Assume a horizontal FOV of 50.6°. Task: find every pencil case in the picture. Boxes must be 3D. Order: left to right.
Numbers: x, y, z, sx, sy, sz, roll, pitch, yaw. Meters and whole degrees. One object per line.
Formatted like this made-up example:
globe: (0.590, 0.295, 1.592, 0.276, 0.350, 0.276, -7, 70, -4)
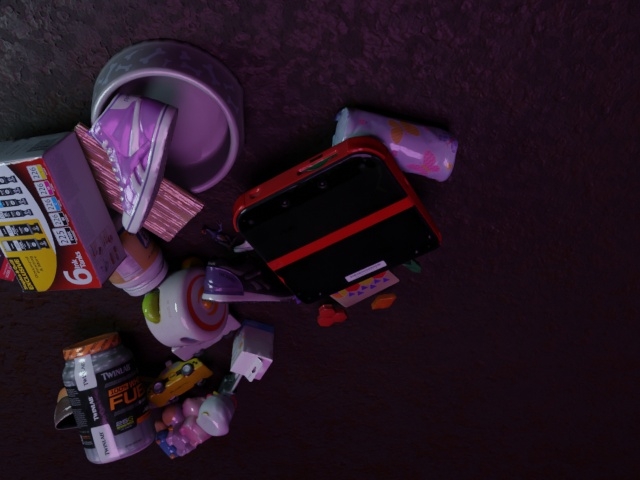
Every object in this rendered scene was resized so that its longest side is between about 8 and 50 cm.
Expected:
pencil case: (0.161, -0.206, 1.482, 0.273, 0.113, 0.124, 10, 146, -8)

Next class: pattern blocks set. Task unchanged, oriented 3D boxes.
pattern blocks set: (0.086, 0.099, 1.697, 0.325, 0.026, 0.285, -23, 136, 18)

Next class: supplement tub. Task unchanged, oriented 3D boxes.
supplement tub: (-0.580, 0.422, 1.841, 0.193, 0.193, 0.316, -15, 94, 11)
supplement tub: (-0.473, 0.024, 1.627, 0.144, 0.144, 0.200, -22, 126, 15)

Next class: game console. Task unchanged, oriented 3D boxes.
game console: (0.032, -0.034, 1.517, 0.386, 0.060, 0.342, -25, 127, 21)

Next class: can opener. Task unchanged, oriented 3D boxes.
can opener: (-0.249, 0.444, 2.006, 0.095, 0.076, 0.283, 18, 127, -14)

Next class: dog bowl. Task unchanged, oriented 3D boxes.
dog bowl: (-0.325, -0.245, 1.448, 0.348, 0.102, 0.349, -1, 128, -1)

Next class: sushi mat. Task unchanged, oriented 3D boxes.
sushi mat: (-0.423, -0.119, 1.469, 0.316, 0.019, 0.151, 34, 126, -23)

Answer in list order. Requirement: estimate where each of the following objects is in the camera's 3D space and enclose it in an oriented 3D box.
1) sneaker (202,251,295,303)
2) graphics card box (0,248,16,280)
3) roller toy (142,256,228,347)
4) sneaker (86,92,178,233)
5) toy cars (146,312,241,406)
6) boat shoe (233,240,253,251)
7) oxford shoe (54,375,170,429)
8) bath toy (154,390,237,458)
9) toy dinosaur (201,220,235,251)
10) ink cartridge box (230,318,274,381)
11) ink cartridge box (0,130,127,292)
sneaker: (-0.161, 0.092, 1.688, 0.107, 0.124, 0.283, 2, 178, 44)
graphics card box: (-0.859, -0.058, 1.561, 0.371, 0.094, 0.233, 20, 123, -23)
roller toy: (-0.328, 0.163, 1.696, 0.146, 0.209, 0.191, -15, 118, 30)
sneaker: (-0.398, -0.161, 1.375, 0.161, 0.102, 0.282, 16, 106, -8)
toy cars: (-0.367, 0.315, 1.893, 0.176, 0.087, 0.394, 2, 132, -40)
boat shoe: (-0.172, 0.004, 1.693, 0.100, 0.035, 0.035, -13, 100, 14)
oxford shoe: (-0.602, 0.495, 1.999, 0.363, 0.133, 0.130, -9, 127, 3)
bath toy: (-0.361, 0.520, 1.973, 0.348, 0.129, 0.151, -34, 95, 43)
toy dinosaur: (-0.256, -0.004, 1.678, 0.082, 0.047, 0.090, 21, 138, 5)
ink cartridge box: (-0.186, 0.304, 1.853, 0.090, 0.143, 0.092, 20, 125, -16)
ink cartridge box: (-0.604, -0.051, 1.429, 0.272, 0.130, 0.309, -5, 121, 17)
